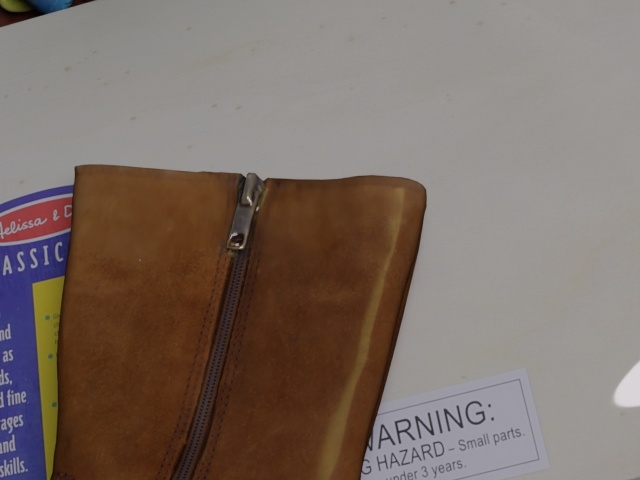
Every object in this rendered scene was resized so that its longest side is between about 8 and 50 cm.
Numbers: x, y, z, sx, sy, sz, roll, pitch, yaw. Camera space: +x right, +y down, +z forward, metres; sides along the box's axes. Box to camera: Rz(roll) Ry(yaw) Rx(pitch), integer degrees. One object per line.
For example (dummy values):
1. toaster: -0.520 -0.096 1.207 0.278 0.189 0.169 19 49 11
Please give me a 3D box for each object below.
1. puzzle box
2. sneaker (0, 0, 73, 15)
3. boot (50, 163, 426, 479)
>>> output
1. puzzle box: 0.000 0.000 0.659 0.408 0.052 0.272 -14 65 9
2. sneaker: -0.204 -0.204 0.764 0.319 0.127 0.208 -7 82 -22
3. boot: -0.103 0.093 0.565 0.264 0.096 0.280 -2 66 17
